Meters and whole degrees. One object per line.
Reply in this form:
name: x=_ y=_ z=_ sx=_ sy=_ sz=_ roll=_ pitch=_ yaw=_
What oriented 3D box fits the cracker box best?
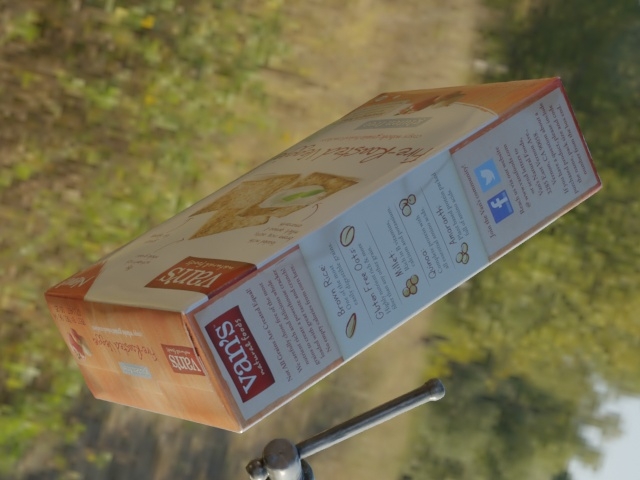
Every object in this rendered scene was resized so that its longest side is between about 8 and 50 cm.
cracker box: x=0.000 y=0.000 z=0.837 sx=0.232 sy=0.155 sz=0.067 roll=-33 pitch=108 yaw=-27

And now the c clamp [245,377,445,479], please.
c clamp: x=-0.023 y=0.113 z=0.598 sx=0.161 sy=0.137 sz=0.022 roll=90 pitch=-20 yaw=-57
